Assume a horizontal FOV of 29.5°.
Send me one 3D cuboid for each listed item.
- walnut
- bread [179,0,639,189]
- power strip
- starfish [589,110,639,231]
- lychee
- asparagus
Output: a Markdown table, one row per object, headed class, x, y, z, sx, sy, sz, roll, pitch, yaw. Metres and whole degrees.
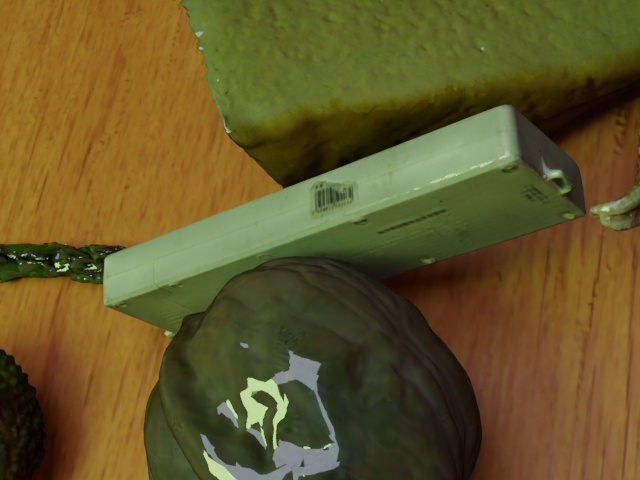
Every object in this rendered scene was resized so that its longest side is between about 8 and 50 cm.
| class | x | y | z | sx | sy | sz | roll | pitch | yaw |
| --- | --- | --- | --- | --- | --- | --- | --- | --- | --- |
| walnut | -0.010 | 0.122 | 0.772 | 0.224 | 0.224 | 0.224 | -7 | 64 | 16 |
| bread | 0.099 | -0.192 | 0.866 | 0.361 | 0.245 | 0.233 | -27 | 63 | 8 |
| power strip | 0.000 | 0.000 | 0.831 | 0.367 | 0.106 | 0.043 | -19 | 60 | 30 |
| starfish | 0.286 | -0.152 | 0.800 | 0.327 | 0.375 | 0.094 | -13 | 24 | -26 |
| lychee | -0.289 | 0.143 | 0.892 | 0.171 | 0.171 | 0.171 | -7 | 64 | 16 |
| asparagus | -0.212 | 0.019 | 0.990 | 0.165 | 0.030 | 0.036 | 2 | 58 | 20 |
